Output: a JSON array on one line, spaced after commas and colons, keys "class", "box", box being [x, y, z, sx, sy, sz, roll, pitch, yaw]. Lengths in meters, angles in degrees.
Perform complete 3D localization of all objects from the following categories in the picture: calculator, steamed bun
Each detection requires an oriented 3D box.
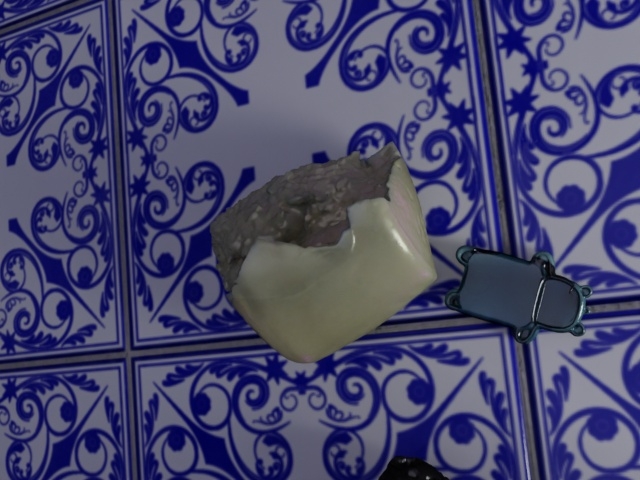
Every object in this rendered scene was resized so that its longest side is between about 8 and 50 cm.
[{"class": "calculator", "box": [0.196, 0.052, 0.742, 0.141, 0.019, 0.094, 15, 92, 26]}, {"class": "steamed bun", "box": [0.000, 0.000, 0.762, 0.225, 0.170, 0.200, -37, 66, 18]}]

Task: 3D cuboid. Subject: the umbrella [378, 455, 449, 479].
[{"class": "umbrella", "box": [0.038, 0.368, 0.751, 0.094, 0.090, 0.326, 25, 97, 4]}]
